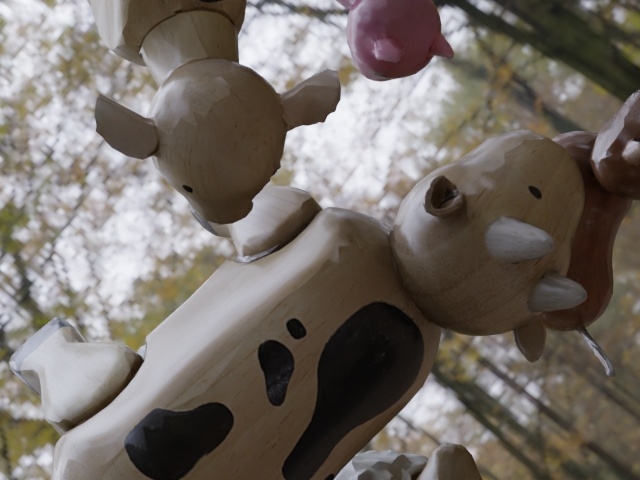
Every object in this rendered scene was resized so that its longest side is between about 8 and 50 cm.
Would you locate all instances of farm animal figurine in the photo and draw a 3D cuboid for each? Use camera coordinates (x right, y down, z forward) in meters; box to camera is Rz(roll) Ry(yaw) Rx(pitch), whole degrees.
[{"bbox_3d":[0.000,0.000,0.535,0.330,0.172,0.326,33,-92,-28],"label":"farm animal figurine"}]
